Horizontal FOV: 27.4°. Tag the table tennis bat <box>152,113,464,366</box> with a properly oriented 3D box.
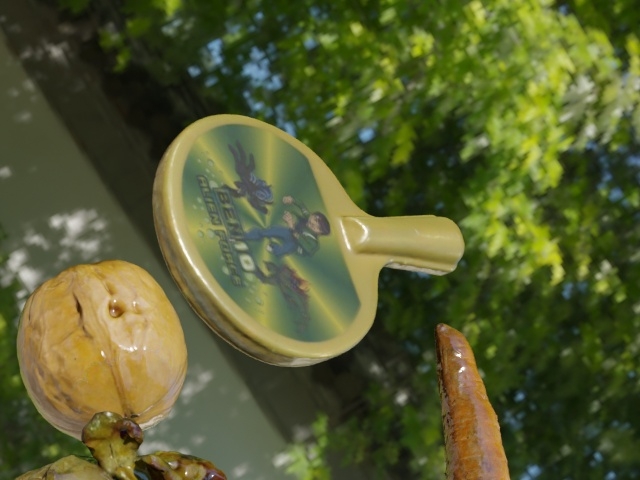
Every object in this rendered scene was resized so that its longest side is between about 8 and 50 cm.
[{"bbox_3d":[0.000,0.000,1.007,0.050,0.321,0.198,-32,-113,38],"label":"table tennis bat"}]

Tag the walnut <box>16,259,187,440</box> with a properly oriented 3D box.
[{"bbox_3d":[-0.260,0.127,1.553,0.195,0.195,0.221,89,-18,-62],"label":"walnut"}]

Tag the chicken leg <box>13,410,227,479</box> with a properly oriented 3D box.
[{"bbox_3d":[-0.128,0.250,0.940,0.140,0.211,0.361,55,1,29],"label":"chicken leg"}]

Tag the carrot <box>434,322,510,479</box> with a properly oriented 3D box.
[{"bbox_3d":[0.098,0.136,0.820,0.047,0.047,0.191,82,2,-56],"label":"carrot"}]
